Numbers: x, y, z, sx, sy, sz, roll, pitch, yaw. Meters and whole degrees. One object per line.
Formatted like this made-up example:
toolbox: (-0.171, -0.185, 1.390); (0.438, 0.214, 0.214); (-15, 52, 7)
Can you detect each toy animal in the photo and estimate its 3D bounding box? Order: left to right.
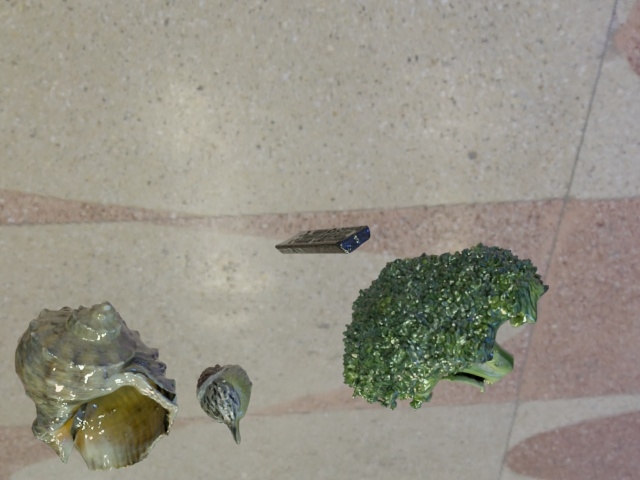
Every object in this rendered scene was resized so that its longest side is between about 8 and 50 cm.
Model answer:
toy animal: (-0.168, 0.276, 1.364); (0.098, 0.137, 0.098); (2, 151, 1)

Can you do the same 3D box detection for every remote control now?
remote control: (0.000, 0.000, 1.263); (0.025, 0.063, 0.245); (61, 158, -12)

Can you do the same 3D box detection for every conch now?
conch: (-0.208, 0.144, 0.736); (0.155, 0.130, 0.207); (31, 117, 20)

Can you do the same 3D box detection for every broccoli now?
broccoli: (0.203, 0.131, 1.354); (0.375, 0.249, 0.302); (-41, 155, 22)
